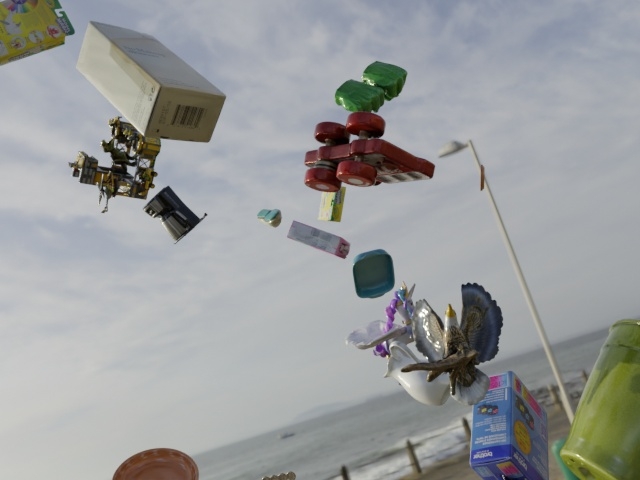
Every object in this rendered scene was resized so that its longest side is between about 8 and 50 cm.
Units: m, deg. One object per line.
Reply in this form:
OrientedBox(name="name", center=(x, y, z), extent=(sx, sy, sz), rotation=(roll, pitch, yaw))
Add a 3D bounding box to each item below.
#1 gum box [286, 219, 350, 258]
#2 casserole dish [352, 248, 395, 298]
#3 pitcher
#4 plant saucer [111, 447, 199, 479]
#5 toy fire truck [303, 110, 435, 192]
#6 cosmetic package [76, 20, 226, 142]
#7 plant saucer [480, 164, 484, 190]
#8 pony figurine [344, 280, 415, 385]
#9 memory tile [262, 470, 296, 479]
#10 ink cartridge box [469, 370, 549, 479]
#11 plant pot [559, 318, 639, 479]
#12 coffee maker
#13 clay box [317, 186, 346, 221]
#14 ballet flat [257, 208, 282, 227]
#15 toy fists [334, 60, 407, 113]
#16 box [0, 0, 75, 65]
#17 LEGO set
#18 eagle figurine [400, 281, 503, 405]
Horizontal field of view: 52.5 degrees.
OrientedBox(name="gum box", center=(0.000, 0.000, 2.100), extent=(0.188, 0.062, 0.107), rotation=(20, -2, 21))
OrientedBox(name="casserole dish", center=(0.142, 0.087, 1.773), extent=(0.114, 0.037, 0.188), rotation=(-15, -45, -2))
OrientedBox(name="pitcher", center=(0.298, 0.403, 1.984), extent=(0.125, 0.207, 0.177), rotation=(-44, -35, -32))
OrientedBox(name="plant saucer", center=(-0.386, 0.568, 1.523), extent=(0.200, 0.037, 0.200), rotation=(3, 24, -2))
OrientedBox(name="toy fire truck", center=(0.114, -0.200, 1.705), extent=(0.254, 0.169, 0.302), rotation=(21, -16, -38))
OrientedBox(name="cosmetic package", center=(-0.350, -0.324, 1.323), extent=(0.160, 0.309, 0.113), rotation=(-3, -52, -48))
OrientedBox(name="plant saucer", center=(0.512, -0.198, 2.050), extent=(0.013, 0.083, 0.083), rotation=(0, -10, 14))
OrientedBox(name="pony figurine", center=(0.304, 0.386, 2.559), extent=(0.351, 0.363, 0.303), rotation=(-32, 8, -10))
OrientedBox(name="memory tile", center=(-0.140, 0.920, 2.425), extent=(0.148, 0.113, 0.012), rotation=(-20, 11, 24))
OrientedBox(name="ink cartridge box", center=(0.615, 0.666, 2.099), extent=(0.151, 0.395, 0.270), rotation=(-23, -58, 35))
OrientedBox(name="plant pot", center=(0.757, 0.434, 1.513), extent=(0.353, 0.366, 0.366), rotation=(-49, -8, -14))
OrientedBox(name="coffee maker", center=(-0.528, -0.101, 2.339), extent=(0.120, 0.178, 0.171), rotation=(-37, 11, 23))
OrientedBox(name="clay box", center=(0.042, -0.131, 2.320), extent=(0.053, 0.127, 0.222), rotation=(9, 1, -12))
OrientedBox(name="ballet flat", center=(-0.140, -0.064, 1.910), extent=(0.057, 0.052, 0.168), rotation=(-44, 19, -9))
OrientedBox(name="toy fists", center=(0.182, -0.508, 2.192), extent=(0.279, 0.142, 0.096), rotation=(-40, -41, -30))
OrientedBox(name="box", center=(-0.578, -0.410, 1.249), extent=(0.179, 0.105, 0.043), rotation=(-28, 4, -22))
OrientedBox(name="LEGO set", center=(-0.628, -0.248, 1.928), extent=(0.192, 0.331, 0.255), rotation=(8, -68, -36))
OrientedBox(name="eagle figurine", center=(0.347, 0.250, 1.675), extent=(0.298, 0.226, 0.225), rotation=(-57, -11, -68))
